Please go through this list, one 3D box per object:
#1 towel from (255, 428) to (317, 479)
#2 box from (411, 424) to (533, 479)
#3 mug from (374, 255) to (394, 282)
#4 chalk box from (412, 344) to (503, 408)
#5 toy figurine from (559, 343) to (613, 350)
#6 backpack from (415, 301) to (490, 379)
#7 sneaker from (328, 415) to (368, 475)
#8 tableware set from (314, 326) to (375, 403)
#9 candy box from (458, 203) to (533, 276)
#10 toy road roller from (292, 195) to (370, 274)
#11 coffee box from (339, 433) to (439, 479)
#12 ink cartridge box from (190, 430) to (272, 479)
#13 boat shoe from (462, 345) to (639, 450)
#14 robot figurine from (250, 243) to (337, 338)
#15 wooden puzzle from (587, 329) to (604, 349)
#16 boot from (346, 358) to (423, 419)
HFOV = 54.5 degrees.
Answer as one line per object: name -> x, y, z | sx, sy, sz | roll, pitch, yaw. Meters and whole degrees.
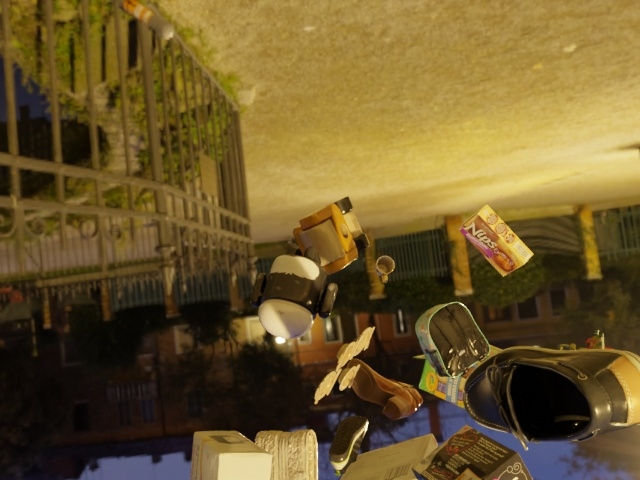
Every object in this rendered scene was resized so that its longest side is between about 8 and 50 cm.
towel -> -0.086, 0.592, 1.462 | 0.187, 0.283, 0.049 | -15, 160, 38
box -> 0.298, 0.473, 1.075 | 0.142, 0.247, 0.163 | -32, -169, -15
mug -> 0.207, 0.097, 2.086 | 0.062, 0.078, 0.064 | 28, 159, 1
chalk box -> 0.431, 0.394, 1.925 | 0.288, 0.179, 0.180 | 20, -171, 36
toy figurine -> 0.775, 0.380, 1.819 | 0.217, 0.191, 0.362 | 25, 169, -33
backpack -> 0.359, 0.270, 1.745 | 0.165, 0.189, 0.144 | -28, -174, -18
sneaker -> 0.086, 0.657, 1.991 | 0.084, 0.097, 0.234 | 2, -157, 28
tableware set -> 0.049, 0.237, 1.185 | 0.020, 0.141, 0.168 | 31, -161, 22
candy box -> 0.483, 0.001, 1.723 | 0.053, 0.187, 0.109 | -41, 176, -28
toy road roller -> 0.000, 0.000, 2.161 | 0.240, 0.203, 0.329 | -22, -174, 30
coffee box -> 0.275, 0.928, 2.137 | 0.337, 0.335, 0.338 | -23, 180, 20
ink cartridge box -> -0.162, 0.423, 1.069 | 0.093, 0.155, 0.212 | 7, 172, -20
boat shoe -> 0.419, 0.311, 1.241 | 0.155, 0.187, 0.500 | -12, 171, -24
robot figurine -> -0.079, 0.153, 1.832 | 0.173, 0.278, 0.209 | 32, 150, -28
wooden puzzle -> 0.621, 0.241, 1.404 | 0.006, 0.083, 0.049 | 19, 149, -11
boot -> 0.245, 0.534, 2.300 | 0.283, 0.109, 0.220 | 36, -162, 27
